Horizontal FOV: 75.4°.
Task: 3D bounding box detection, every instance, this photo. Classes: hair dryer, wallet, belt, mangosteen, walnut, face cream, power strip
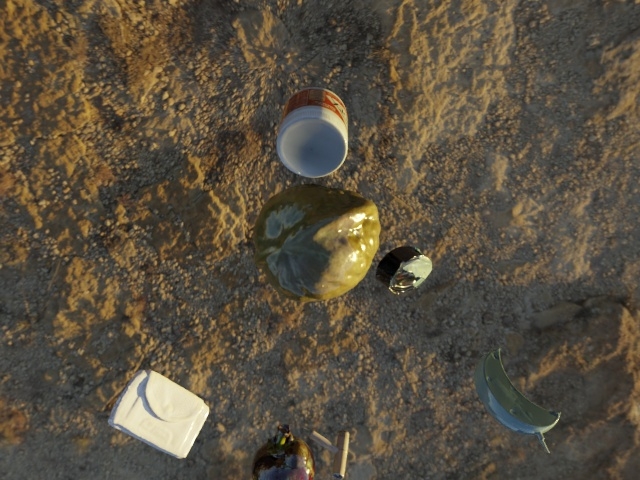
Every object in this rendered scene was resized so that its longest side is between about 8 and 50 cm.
[{"bbox_3d":[0.015,0.900,1.803,0.220,0.195,0.053,26,126,-8],"label":"hair dryer"},{"bbox_3d":[-0.328,0.358,0.859,0.183,0.124,0.032,41,141,-21],"label":"wallet"},{"bbox_3d":[0.186,0.063,0.926,0.140,0.058,0.105,2,121,-40],"label":"belt"},{"bbox_3d":[-0.134,0.772,1.477,0.232,0.231,0.289,-4,101,-4],"label":"mangosteen"},{"bbox_3d":[0.000,0.000,0.820,0.283,0.283,0.227,-24,85,5],"label":"walnut"},{"bbox_3d":[-0.020,-0.316,1.205,0.201,0.187,0.201,2,134,2],"label":"face cream"},{"bbox_3d":[0.415,0.340,0.884,0.137,0.216,0.044,-15,144,-34],"label":"power strip"}]
